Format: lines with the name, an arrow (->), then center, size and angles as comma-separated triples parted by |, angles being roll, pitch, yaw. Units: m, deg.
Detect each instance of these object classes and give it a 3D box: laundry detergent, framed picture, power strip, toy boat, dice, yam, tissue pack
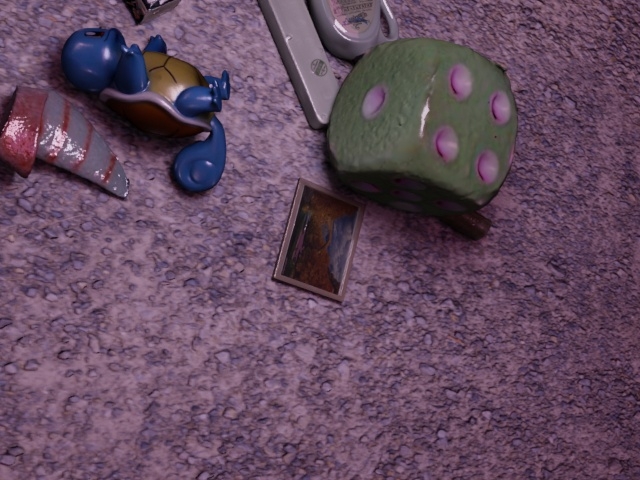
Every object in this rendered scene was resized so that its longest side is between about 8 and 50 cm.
laundry detergent -> 0.091, -0.533, 1.937 | 0.215, 0.105, 0.280 | -21, 89, -29
framed picture -> 0.000, 0.000, 1.845 | 0.184, 0.016, 0.249 | 22, 72, -21
power strip -> -0.039, -0.430, 1.879 | 0.091, 0.062, 0.385 | -23, 90, -28
toy boat -> -0.499, -0.186, 1.605 | 0.282, 0.096, 0.206 | 27, 55, -29
dice -> 0.232, -0.246, 1.806 | 0.330, 0.318, 0.322 | 21, 79, -37
yam -> 0.341, -0.064, 1.995 | 0.169, 0.068, 0.068 | 30, 69, -15
tissue pack -> -0.384, -0.566, 1.719 | 0.103, 0.090, 0.170 | -33, 98, -27

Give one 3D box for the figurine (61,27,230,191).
figurine -> -0.317, -0.306, 1.651 | 0.416, 0.243, 0.298 | 44, 22, -16
